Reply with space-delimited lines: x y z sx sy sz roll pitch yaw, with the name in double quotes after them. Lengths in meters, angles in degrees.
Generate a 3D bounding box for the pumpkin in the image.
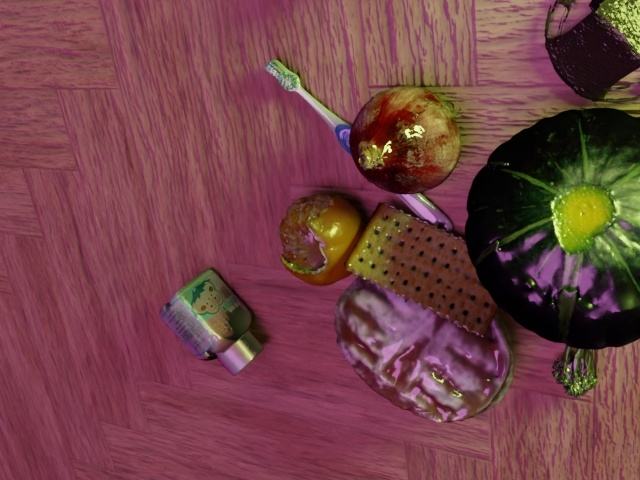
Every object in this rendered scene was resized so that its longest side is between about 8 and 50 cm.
0.333 -0.014 0.948 0.295 0.296 0.296 14 121 24 "pumpkin"

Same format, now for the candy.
0.157 0.153 1.153 0.289 0.157 0.214 33 95 19 "candy"

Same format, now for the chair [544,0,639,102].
0.369 -0.256 0.880 0.174 0.149 0.213 46 171 -2 "chair"

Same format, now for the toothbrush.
0.060 -0.145 1.162 0.386 0.040 0.040 43 129 -1 "toothbrush"

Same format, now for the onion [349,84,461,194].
0.106 -0.132 1.034 0.159 0.195 0.160 10 110 29 "onion"

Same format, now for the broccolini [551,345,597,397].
0.379 0.126 1.110 0.067 0.058 0.216 -9 107 -10 "broccolini"

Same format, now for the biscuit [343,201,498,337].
0.161 0.040 1.113 0.231 0.139 0.016 26 155 13 "biscuit"

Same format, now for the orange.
0.000 0.000 1.211 0.156 0.134 0.157 7 116 14 "orange"

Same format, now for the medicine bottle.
-0.199 0.162 1.422 0.188 0.119 0.094 48 129 1 "medicine bottle"
